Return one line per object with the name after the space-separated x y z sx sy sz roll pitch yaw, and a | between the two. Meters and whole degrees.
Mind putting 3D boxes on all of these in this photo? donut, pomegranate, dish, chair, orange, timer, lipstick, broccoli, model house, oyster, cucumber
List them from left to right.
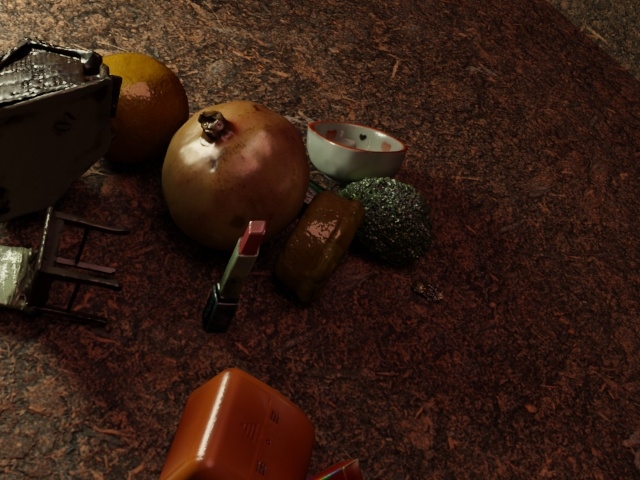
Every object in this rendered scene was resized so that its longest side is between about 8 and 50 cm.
-0.536 0.043 1.566 0.319 0.186 0.160 13 51 -19 | chair
-0.573 -0.243 1.736 0.297 0.317 0.282 -5 34 -24 | model house
-0.431 -0.296 1.880 0.264 0.264 0.264 14 46 -15 | orange
-0.168 0.072 1.626 0.051 0.312 0.051 6 49 -21 | lipstick
-0.185 -0.151 1.803 0.338 0.338 0.338 14 46 -15 | pomegranate
-0.128 0.392 1.511 0.250 0.161 0.257 34 42 -17 | timer
-0.009 -0.094 2.042 0.115 0.062 0.116 34 43 10 | cucumber
0.000 0.000 1.856 0.128 0.208 0.261 30 39 2 | donut
0.082 -0.210 2.120 0.256 0.117 0.256 11 21 -4 | dish
0.155 -0.053 2.009 0.226 0.176 0.198 16 79 26 | broccoli
0.260 0.119 2.011 0.083 0.019 0.054 32 44 3 | oyster

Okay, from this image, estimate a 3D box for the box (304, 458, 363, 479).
0.017 0.468 1.488 0.175 0.048 0.112 -11 85 -53 | box
